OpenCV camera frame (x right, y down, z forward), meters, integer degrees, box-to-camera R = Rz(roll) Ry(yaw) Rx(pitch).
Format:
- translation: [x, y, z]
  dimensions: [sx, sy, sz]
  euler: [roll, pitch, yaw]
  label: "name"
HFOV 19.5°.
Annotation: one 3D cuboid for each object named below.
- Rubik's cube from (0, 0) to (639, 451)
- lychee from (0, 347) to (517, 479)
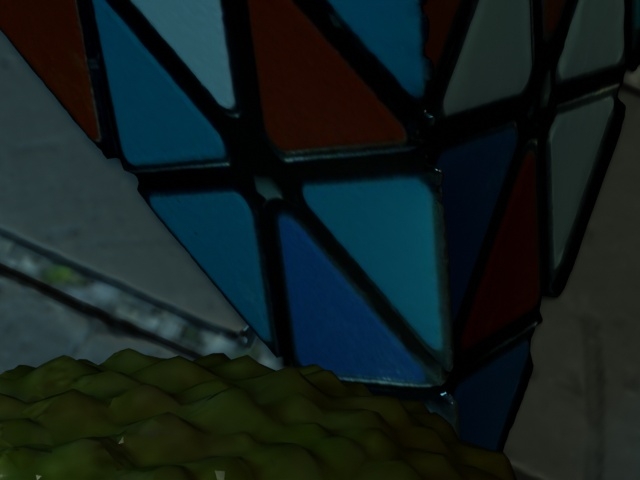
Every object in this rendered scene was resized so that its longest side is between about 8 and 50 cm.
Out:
- translation: [0.000, 0.000, 0.648]
  dimensions: [0.250, 0.284, 0.234]
  euler: [-7, 97, 22]
  label: "Rubik's cube"
- translation: [-0.034, 0.159, 0.508]
  dimensions: [0.270, 0.320, 0.269]
  euler: [-5, 76, 19]
  label: "lychee"
